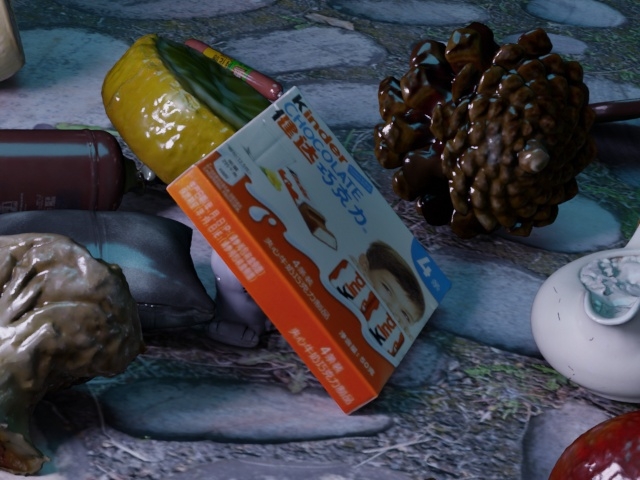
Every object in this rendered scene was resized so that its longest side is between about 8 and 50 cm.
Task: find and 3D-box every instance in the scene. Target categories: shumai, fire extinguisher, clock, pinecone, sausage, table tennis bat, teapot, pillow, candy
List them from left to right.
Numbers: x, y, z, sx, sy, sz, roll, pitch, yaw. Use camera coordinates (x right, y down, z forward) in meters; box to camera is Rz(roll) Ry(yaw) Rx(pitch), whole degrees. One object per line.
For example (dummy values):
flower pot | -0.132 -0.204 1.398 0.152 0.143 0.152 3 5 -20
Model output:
shumai | -0.259 0.098 1.287 0.206 0.166 0.175 -15 30 24
fire extinguisher | -0.308 -0.070 1.685 0.344 0.102 0.138 -1 -4 -20
pillow | -0.235 0.027 1.485 0.250 0.106 0.186 0 25 -14
candy | -0.130 -0.125 1.735 0.260 0.118 0.260 36 14 -11
sausage | -0.124 -0.242 2.166 0.029 0.029 0.223 -15 34 -40
clock | -0.062 0.018 1.546 0.080 0.117 0.176 14 25 9
pinecone | 0.174 -0.130 1.796 0.264 0.264 0.264 7 26 -3
teapot | 0.317 0.059 1.528 0.208 0.166 0.299 -6 30 25
table tennis bat | 0.458 -0.186 2.146 0.310 0.038 0.200 -5 1 -38

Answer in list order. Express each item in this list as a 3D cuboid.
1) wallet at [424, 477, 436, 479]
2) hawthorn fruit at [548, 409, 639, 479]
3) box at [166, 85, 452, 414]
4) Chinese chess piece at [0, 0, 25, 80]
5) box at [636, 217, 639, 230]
wallet | 0.022 0.242 1.197 0.230 0.042 0.124 -4 25 -26
hawthorn fruit | 0.293 0.236 1.106 0.266 0.230 0.210 6 -21 -33
box | 0.000 0.000 1.504 0.273 0.048 0.265 51 29 -6
Chinese chess piece | -0.462 -0.329 1.963 0.112 0.270 0.270 -15 30 -7
box | 0.418 -0.040 1.836 0.037 0.105 0.105 30 32 23
